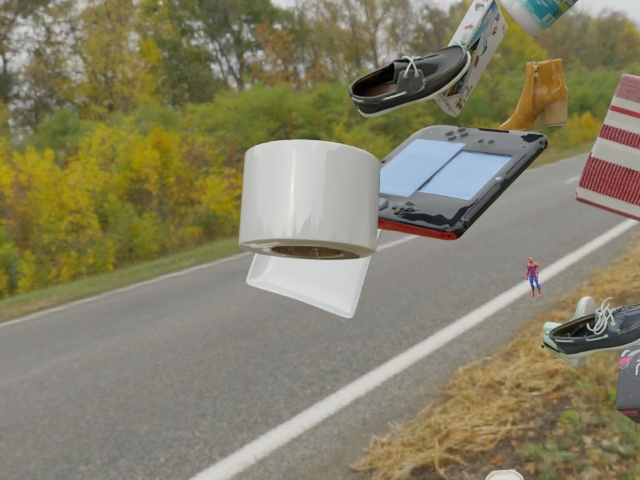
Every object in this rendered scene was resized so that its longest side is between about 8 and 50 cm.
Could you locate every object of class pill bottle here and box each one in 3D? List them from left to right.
[{"bbox_3d":[0.575,-0.634,1.606,0.264,0.146,0.146,-43,-10,27],"label":"pill bottle"}]

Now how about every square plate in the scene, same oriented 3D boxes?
[{"bbox_3d":[0.000,0.000,1.740,0.347,0.344,0.049,15,-8,31],"label":"square plate"}]

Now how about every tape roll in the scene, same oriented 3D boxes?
[{"bbox_3d":[-0.020,-0.062,1.182,0.246,0.169,0.246,4,-9,1],"label":"tape roll"}]

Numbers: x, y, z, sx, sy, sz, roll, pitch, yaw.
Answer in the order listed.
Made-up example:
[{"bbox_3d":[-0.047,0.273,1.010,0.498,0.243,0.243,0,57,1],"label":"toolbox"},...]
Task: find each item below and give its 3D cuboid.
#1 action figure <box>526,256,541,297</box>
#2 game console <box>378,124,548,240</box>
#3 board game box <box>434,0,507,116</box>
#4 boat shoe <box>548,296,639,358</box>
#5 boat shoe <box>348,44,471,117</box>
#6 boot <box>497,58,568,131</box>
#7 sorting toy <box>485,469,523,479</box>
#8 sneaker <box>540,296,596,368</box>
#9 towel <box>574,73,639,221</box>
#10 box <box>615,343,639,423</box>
[{"bbox_3d":[0.609,0.104,1.898,0.030,0.115,0.038,-5,-3,-43],"label":"action figure"},{"bbox_3d":[0.260,-0.143,1.462,0.341,0.060,0.386,11,43,47],"label":"game console"},{"bbox_3d":[0.424,-0.528,1.906,0.053,0.305,0.193,32,4,29],"label":"board game box"},{"bbox_3d":[0.630,0.190,1.479,0.254,0.079,0.095,-31,23,48],"label":"boat shoe"},{"bbox_3d":[0.165,-0.304,1.238,0.233,0.084,0.079,-20,-31,18],"label":"boat shoe"},{"bbox_3d":[0.665,-0.452,2.101,0.104,0.211,0.295,-8,2,-26],"label":"boot"},{"bbox_3d":[0.421,0.565,1.507,0.083,0.075,0.045,-8,12,12],"label":"sorting toy"},{"bbox_3d":[0.778,0.272,2.105,0.094,0.256,0.151,-23,35,-35],"label":"sneaker"},{"bbox_3d":[0.791,-0.216,1.615,0.237,0.329,0.037,21,18,15],"label":"towel"},{"bbox_3d":[1.213,0.522,2.455,0.143,0.271,0.165,34,-33,-24],"label":"box"}]
